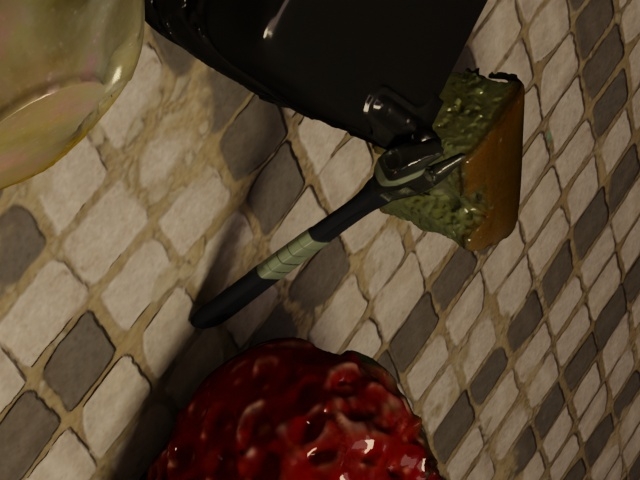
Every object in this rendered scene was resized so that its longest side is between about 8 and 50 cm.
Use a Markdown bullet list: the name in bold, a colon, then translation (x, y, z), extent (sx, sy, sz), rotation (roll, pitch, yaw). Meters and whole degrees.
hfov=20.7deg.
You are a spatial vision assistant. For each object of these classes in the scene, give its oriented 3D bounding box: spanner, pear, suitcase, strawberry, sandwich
- **spanner**: translation (0.000, 0.000, 1.502), extent (0.316, 0.024, 0.087), rotation (-37, 159, 35)
- **pear**: translation (-0.234, -0.140, 0.985), extent (0.271, 0.271, 0.271), rotation (-39, 143, -38)
- **suitcase**: translation (0.032, -0.266, 1.355), extent (0.345, 0.188, 0.339), rotation (-62, 153, 0)
- **strawberry**: translation (-0.060, 0.252, 1.586), extent (0.345, 0.317, 0.295), rotation (-27, 103, -2)
- **sandwich**: translation (0.136, -0.059, 1.765), extent (0.128, 0.122, 0.235), rotation (-49, 149, -30)
